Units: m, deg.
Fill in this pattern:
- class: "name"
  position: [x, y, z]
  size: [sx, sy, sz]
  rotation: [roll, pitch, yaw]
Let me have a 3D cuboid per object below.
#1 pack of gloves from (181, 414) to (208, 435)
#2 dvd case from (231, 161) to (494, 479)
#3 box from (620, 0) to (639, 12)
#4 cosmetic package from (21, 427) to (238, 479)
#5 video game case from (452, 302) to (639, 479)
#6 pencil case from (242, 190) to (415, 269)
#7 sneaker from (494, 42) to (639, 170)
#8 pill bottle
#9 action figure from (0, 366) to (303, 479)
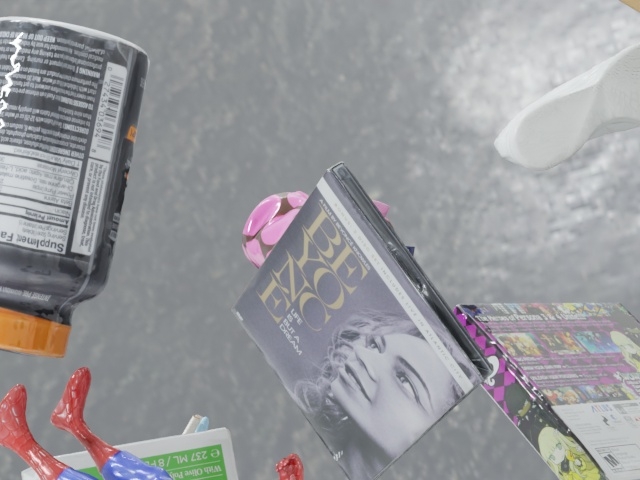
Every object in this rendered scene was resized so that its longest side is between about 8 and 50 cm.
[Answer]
- class: "pack of gloves"
  position: [-0.189, 0.328, 2.129]
  size: [0.046, 0.195, 0.232]
  rotation: [29, 86, 4]
- class: "dvd case"
  position: [0.020, 0.065, 1.146]
  size: [0.018, 0.221, 0.164]
  rotation: [-29, 77, -31]
- class: "box"
  position: [0.192, -0.108, 0.569]
  size: [0.170, 0.130, 0.091]
  rotation: [32, 67, 7]
- class: "cosmetic package"
  position: [-0.167, 0.388, 1.715]
  size: [0.197, 0.155, 0.365]
  rotation: [-9, 81, -23]
- class: "video game case"
  position: [0.242, 0.134, 1.448]
  size: [0.210, 0.232, 0.042]
  rotation: [51, 123, 33]
- class: "pencil case"
  position: [0.000, 0.000, 1.680]
  size: [0.209, 0.095, 0.098]
  rotation: [14, 94, 61]
- class: "sneaker"
  position: [0.255, -0.129, 1.570]
  size: [0.212, 0.080, 0.094]
  rotation: [-22, 8, -11]
- class: "pill bottle"
  position: [-0.214, -0.036, 1.296]
  size: [0.130, 0.130, 0.246]
  rotation: [8, 85, 31]
- class: "action figure"
  position: [-0.071, 0.155, 1.026]
  size: [0.280, 0.139, 0.091]
  rotation: [41, 32, 24]
